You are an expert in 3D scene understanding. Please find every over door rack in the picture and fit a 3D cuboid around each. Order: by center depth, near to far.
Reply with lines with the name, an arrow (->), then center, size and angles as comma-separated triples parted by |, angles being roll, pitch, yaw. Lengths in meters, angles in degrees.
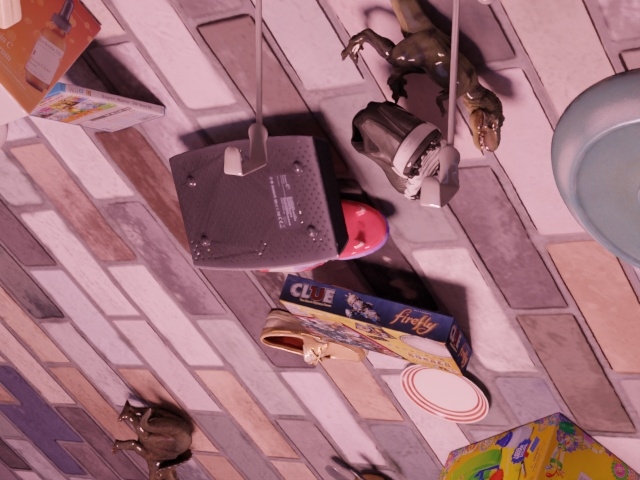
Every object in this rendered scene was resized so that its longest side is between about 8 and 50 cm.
over door rack -> 0.041, -0.209, 1.206 | 0.239, 0.108, 0.324 | 9, 97, 26

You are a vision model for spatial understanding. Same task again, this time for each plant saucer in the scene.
plant saucer -> 0.396, -0.051, 1.322 | 0.317, 0.044, 0.318 | 19, 144, 14

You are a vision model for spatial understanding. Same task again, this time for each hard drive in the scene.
hard drive -> -0.078, -0.050, 1.592 | 0.254, 0.054, 0.172 | -5, 102, 40

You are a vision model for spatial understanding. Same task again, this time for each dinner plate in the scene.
dinner plate -> 0.187, 0.226, 1.847 | 0.141, 0.017, 0.141 | 19, 145, 14

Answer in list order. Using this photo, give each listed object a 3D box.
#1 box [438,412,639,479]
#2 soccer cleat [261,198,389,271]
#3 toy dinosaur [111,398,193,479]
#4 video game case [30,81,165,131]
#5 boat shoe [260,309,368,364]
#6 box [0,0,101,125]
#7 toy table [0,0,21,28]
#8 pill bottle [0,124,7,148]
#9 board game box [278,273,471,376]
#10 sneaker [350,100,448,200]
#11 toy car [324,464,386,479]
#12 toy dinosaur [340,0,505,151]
box -> 0.285, 0.450, 1.822 | 0.177, 0.290, 0.279 | 38, 144, -12
soccer cleat -> 0.000, 0.000, 1.656 | 0.248, 0.083, 0.095 | -10, 160, 37
toy dinosaur -> -0.301, 0.362, 2.314 | 0.160, 0.121, 0.313 | 17, 141, -3
video game case -> -0.304, -0.172, 1.607 | 0.119, 0.015, 0.166 | -10, 167, 43
boat shoe -> -0.012, 0.159, 1.866 | 0.170, 0.059, 0.063 | 15, 143, 20
box -> -0.377, -0.246, 1.512 | 0.091, 0.170, 0.130 | -10, 130, 45
toy table -> -0.396, -0.365, 1.341 | 0.161, 0.252, 0.274 | 36, 157, 21
pill bottle -> -0.574, -0.102, 1.754 | 0.146, 0.264, 0.146 | 19, 145, 14
board game box -> 0.079, 0.119, 1.719 | 0.243, 0.042, 0.165 | 14, 163, 20
sneaker -> 0.087, -0.110, 1.392 | 0.106, 0.078, 0.234 | 37, 180, 11
toy car -> 0.081, 0.468, 2.138 | 0.188, 0.149, 0.155 | 55, 150, -16
toy dinosaur -> 0.097, -0.203, 1.332 | 0.118, 0.064, 0.268 | -19, 119, 44
